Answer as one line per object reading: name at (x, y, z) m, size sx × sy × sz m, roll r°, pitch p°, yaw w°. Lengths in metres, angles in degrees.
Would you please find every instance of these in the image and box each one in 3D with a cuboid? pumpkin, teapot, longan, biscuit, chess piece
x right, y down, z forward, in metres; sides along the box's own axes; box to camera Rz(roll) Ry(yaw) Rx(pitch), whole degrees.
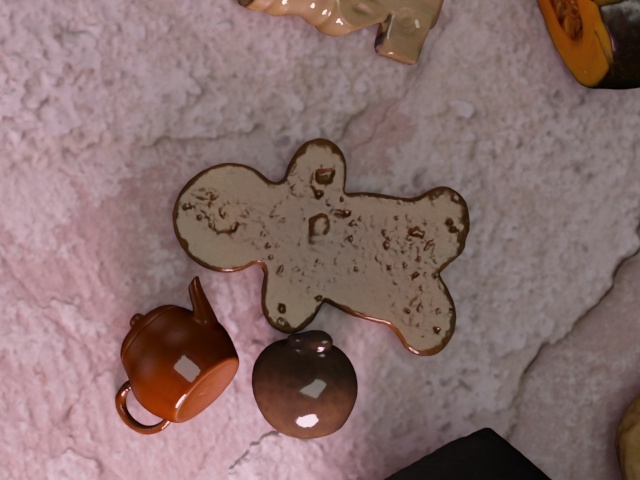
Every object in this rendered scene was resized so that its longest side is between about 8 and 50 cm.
pumpkin at (0.284, -0.285, 1.613) m, size 0.139 × 0.190 × 0.281 m, roll -24°, pitch 93°, yaw -7°
teapot at (-0.148, 0.114, 1.596) m, size 0.116 × 0.116 × 0.173 m, roll 32°, pitch 112°, yaw -8°
longan at (-0.015, 0.137, 1.609) m, size 0.106 × 0.106 × 0.119 m, roll 3°, pitch 124°, yaw -9°
biscuit at (0.000, 0.000, 1.641) m, size 0.301 × 0.049 × 0.197 m, roll 13°, pitch 84°, yaw -9°
chess piece at (0.025, -0.243, 1.634) m, size 0.200 × 0.090 × 0.090 m, roll 16°, pitch 88°, yaw -20°

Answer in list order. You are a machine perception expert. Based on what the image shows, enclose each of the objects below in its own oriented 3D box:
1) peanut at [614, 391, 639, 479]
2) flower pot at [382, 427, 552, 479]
peanut at (0.348, 0.247, 1.675) m, size 0.117 × 0.101 × 0.263 m, roll 11°, pitch 91°, yaw -9°
flower pot at (0.144, 0.332, 1.548) m, size 0.379 × 0.379 × 0.251 m, roll -30°, pitch 73°, yaw -8°
